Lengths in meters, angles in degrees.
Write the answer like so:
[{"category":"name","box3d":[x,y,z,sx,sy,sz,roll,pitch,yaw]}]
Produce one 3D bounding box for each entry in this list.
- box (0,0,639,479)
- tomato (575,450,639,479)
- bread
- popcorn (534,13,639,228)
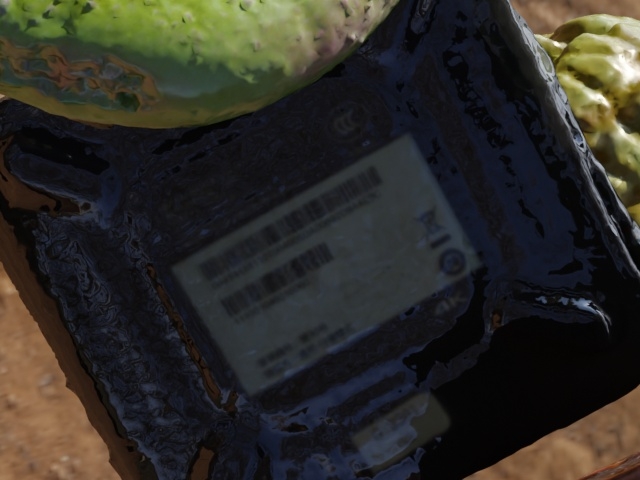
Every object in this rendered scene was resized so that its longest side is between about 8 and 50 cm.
[{"category":"box","box3d":[0.000,0.000,1.089,0.359,0.091,0.350,-29,101,2]},{"category":"tomato","box3d":[0.242,0.178,1.061,0.338,0.338,0.144,-13,75,-42]},{"category":"bread","box3d":[-0.088,-0.183,0.735,0.301,0.045,0.301,4,65,-9]},{"category":"popcorn","box3d":[0.212,-0.043,1.413,0.279,0.274,0.335,84,20,-55]}]
